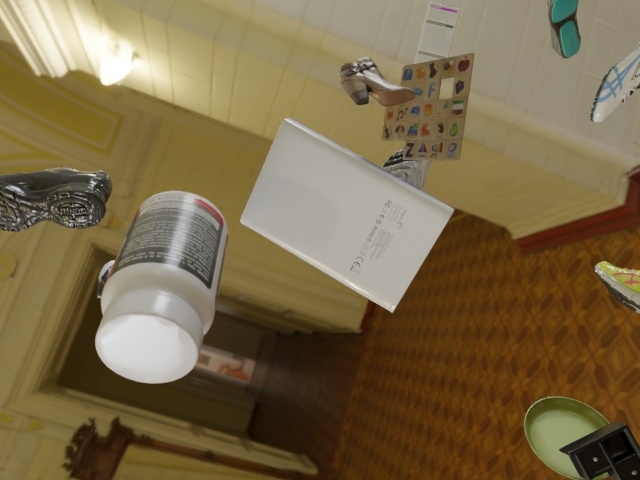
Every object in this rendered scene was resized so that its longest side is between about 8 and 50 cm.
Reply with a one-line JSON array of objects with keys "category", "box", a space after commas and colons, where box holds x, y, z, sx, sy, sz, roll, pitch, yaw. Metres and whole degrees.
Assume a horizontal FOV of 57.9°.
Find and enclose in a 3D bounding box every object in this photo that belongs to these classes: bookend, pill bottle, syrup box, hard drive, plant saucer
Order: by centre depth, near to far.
[{"category": "pill bottle", "box": [-0.234, 0.062, 0.876, 0.283, 0.161, 0.161, -92, 22, -54]}, {"category": "hard drive", "box": [0.037, -0.043, 0.999, 0.210, 0.319, 0.040, -63, -9, 24]}, {"category": "bookend", "box": [0.683, 0.537, 1.369, 0.072, 0.157, 0.156, 71, 174, -77]}, {"category": "plant saucer", "box": [0.644, 0.514, 1.491, 0.241, 0.241, 0.037, -81, -4, -51]}, {"category": "syrup box", "box": [0.323, -0.546, 1.656, 0.093, 0.096, 0.236, 61, -136, -84]}]

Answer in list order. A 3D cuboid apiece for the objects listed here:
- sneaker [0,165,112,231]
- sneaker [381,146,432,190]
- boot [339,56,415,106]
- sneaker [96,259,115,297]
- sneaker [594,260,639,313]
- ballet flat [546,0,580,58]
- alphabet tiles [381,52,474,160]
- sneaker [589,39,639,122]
[{"category": "sneaker", "box": [-0.545, -0.090, 1.130, 0.130, 0.287, 0.109, -86, 0, -53]}, {"category": "sneaker", "box": [0.185, -0.112, 1.308, 0.110, 0.118, 0.292, -5, 43, 52]}, {"category": "boot", "box": [0.092, -0.268, 0.965, 0.042, 0.119, 0.086, 110, 150, -60]}, {"category": "sneaker", "box": [-0.391, 0.075, 1.207, 0.178, 0.077, 0.071, -44, -36, -67]}, {"category": "sneaker", "box": [0.609, 0.086, 1.084, 0.094, 0.081, 0.208, -47, 32, 5]}, {"category": "ballet flat", "box": [0.519, -0.489, 1.256, 0.072, 0.213, 0.068, -30, 49, 6]}, {"category": "alphabet tiles", "box": [0.205, -0.260, 1.160, 0.237, 0.009, 0.198, 13, 98, 57]}, {"category": "sneaker", "box": [0.650, -0.340, 1.195, 0.237, 0.086, 0.085, -52, -28, 6]}]
